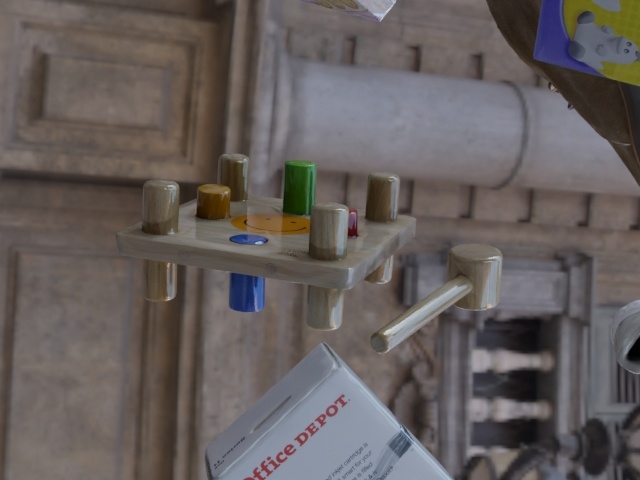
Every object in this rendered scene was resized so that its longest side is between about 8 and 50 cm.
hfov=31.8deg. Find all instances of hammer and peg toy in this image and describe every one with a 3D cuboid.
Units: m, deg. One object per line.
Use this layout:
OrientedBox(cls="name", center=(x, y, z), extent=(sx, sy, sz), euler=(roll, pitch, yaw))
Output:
OrientedBox(cls="hammer and peg toy", center=(0.000, 0.000, 1.172), extent=(0.266, 0.361, 0.127), euler=(-32, 128, -66))

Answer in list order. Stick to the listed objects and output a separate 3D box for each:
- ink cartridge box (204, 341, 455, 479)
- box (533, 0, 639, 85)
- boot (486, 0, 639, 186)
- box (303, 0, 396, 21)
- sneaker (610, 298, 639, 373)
OrientedBox(cls="ink cartridge box", center=(0.021, 0.216, 0.985), extent=(0.153, 0.208, 0.087), euler=(-42, -165, -1))
OrientedBox(cls="box", center=(0.186, -0.106, 0.474), extent=(0.043, 0.179, 0.105), euler=(-55, 154, -43))
OrientedBox(cls="boot", center=(0.229, -0.131, 0.874), extent=(0.115, 0.112, 0.305), euler=(-3, -55, 58))
OrientedBox(cls="box", center=(0.010, -0.340, 1.445), extent=(0.063, 0.067, 0.324), euler=(-51, -152, 0))
OrientedBox(cls="sneaker", center=(0.461, 0.098, 1.289), extent=(0.099, 0.262, 0.121), euler=(62, 23, -7))
